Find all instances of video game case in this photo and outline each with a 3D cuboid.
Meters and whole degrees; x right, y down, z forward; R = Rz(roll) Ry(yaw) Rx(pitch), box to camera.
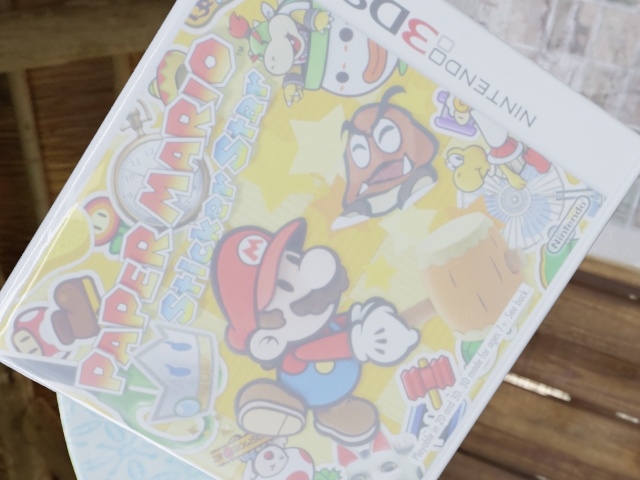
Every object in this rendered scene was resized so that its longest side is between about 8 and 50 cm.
[{"bbox_3d":[0.000,0.000,0.382,0.227,0.206,0.026,-57,10,5],"label":"video game case"}]

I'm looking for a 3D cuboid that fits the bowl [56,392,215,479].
[{"bbox_3d":[-0.027,0.099,0.570,0.156,0.289,0.289,-13,-57,-48],"label":"bowl"}]
